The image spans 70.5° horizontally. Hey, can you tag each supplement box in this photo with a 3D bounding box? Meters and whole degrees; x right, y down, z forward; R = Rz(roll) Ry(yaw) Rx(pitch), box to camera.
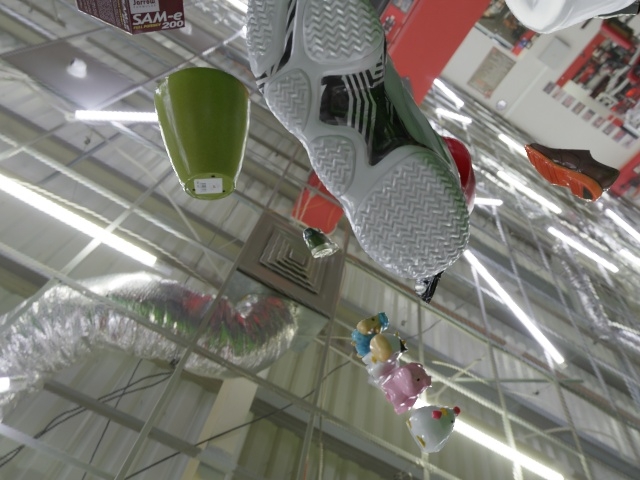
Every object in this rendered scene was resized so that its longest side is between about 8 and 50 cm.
[{"bbox_3d":[-0.416,-0.515,0.975,0.239,0.073,0.130,32,-135,30],"label":"supplement box"}]

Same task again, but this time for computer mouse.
[{"bbox_3d":[0.350,0.104,1.432,0.060,0.184,0.262,26,180,12],"label":"computer mouse"}]

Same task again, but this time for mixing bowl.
[{"bbox_3d":[0.197,-0.078,0.787,0.098,0.181,0.182,32,-153,-40],"label":"mixing bowl"}]

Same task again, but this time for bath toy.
[{"bbox_3d":[0.210,0.341,1.120,0.128,0.152,0.348,-30,-131,-8],"label":"bath toy"}]

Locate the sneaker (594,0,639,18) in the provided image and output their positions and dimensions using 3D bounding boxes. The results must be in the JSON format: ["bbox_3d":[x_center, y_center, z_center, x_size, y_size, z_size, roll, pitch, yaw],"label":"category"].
[{"bbox_3d":[0.809,-0.715,1.204,0.118,0.222,0.083,22,-129,42],"label":"sneaker"}]

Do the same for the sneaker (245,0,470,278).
[{"bbox_3d":[0.053,-0.139,0.532,0.366,0.137,0.210,61,-161,1],"label":"sneaker"}]

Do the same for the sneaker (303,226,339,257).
[{"bbox_3d":[0.000,0.000,1.309,0.086,0.064,0.192,60,-169,9],"label":"sneaker"}]

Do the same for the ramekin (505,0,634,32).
[{"bbox_3d":[0.399,-0.491,0.746,0.277,0.135,0.278,-90,-26,-81],"label":"ramekin"}]

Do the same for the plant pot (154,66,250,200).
[{"bbox_3d":[-0.318,-0.270,1.264,0.274,0.274,0.294,8,-120,-36],"label":"plant pot"}]

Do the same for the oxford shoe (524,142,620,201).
[{"bbox_3d":[0.660,-0.202,1.207,0.097,0.098,0.271,46,-173,-42],"label":"oxford shoe"}]
